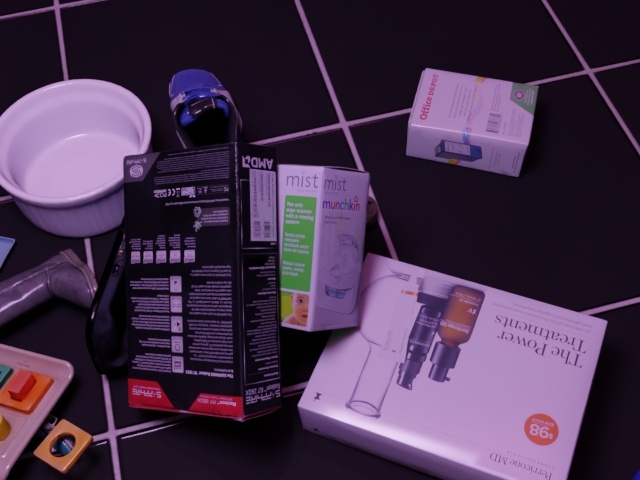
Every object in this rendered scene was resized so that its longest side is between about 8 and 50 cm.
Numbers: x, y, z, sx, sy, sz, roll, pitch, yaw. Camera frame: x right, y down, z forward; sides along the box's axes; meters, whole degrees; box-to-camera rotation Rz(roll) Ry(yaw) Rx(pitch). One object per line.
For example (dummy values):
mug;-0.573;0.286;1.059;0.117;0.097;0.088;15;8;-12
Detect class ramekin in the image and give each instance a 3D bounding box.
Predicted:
ramekin;-0.423;-0.138;1.483;0.277;0.135;0.277;-1;55;1

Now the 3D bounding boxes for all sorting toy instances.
sorting toy;-0.483;0.239;1.242;0.347;0.047;0.196;10;52;20

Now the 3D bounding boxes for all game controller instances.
game controller;-0.299;0.047;1.330;0.067;0.166;0.319;4;55;10

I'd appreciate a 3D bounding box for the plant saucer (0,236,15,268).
plant saucer;-0.623;0.010;1.458;0.192;0.018;0.067;10;56;10

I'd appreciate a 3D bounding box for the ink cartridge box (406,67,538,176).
ink cartridge box;0.273;-0.217;1.540;0.212;0.093;0.154;12;56;8

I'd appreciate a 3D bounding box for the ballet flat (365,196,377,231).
ballet flat;0.000;0.000;1.419;0.250;0.058;0.084;-36;61;-21

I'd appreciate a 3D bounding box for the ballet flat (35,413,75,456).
ballet flat;-0.394;0.280;1.252;0.114;0.041;0.041;25;60;17

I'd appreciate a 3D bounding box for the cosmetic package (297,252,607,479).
cosmetic package;0.195;0.198;1.241;0.377;0.097;0.284;15;60;17

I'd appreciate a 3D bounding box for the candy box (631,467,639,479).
candy box;0.388;0.416;0.959;0.122;0.317;0.268;14;57;11

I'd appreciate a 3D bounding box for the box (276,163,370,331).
box;-0.070;0.000;1.265;0.262;0.127;0.231;8;95;36

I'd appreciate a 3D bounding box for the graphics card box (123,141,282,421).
graphics card box;-0.171;0.055;1.203;0.233;0.094;0.371;-3;89;37

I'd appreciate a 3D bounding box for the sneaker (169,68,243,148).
sneaker;-0.195;-0.215;1.500;0.127;0.182;0.315;-12;56;-8

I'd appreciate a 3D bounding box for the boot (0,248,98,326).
boot;-0.461;0.098;1.330;0.208;0.076;0.189;-23;27;-27
